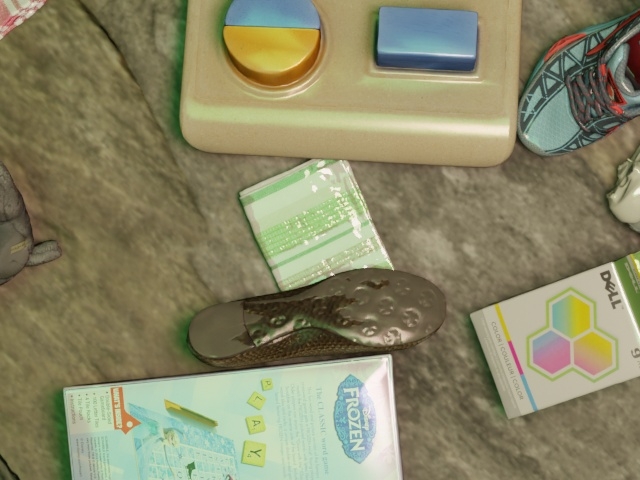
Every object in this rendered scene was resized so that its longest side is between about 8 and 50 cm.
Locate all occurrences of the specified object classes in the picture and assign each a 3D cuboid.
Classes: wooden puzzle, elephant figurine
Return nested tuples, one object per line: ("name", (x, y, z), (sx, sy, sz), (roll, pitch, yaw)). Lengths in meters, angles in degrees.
("wooden puzzle", (0.034, -0.252, 1.783), (0.322, 0.080, 0.348), (3, 85, 2))
("elephant figurine", (-0.400, -0.042, 1.776), (0.239, 0.186, 0.169), (25, 53, 27))

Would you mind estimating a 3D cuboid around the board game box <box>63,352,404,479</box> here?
("board game box", (-0.072, 0.280, 1.795), (0.318, 0.066, 0.319), (-5, 89, 2))

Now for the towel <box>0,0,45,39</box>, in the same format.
("towel", (-0.371, -0.245, 1.832), (0.197, 0.029, 0.144), (-38, 87, 1))

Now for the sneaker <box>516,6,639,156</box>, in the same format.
("sneaker", (0.274, -0.159, 1.728), (0.262, 0.125, 0.104), (-36, 92, 31))

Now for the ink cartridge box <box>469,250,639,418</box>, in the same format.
("ink cartridge box", (0.257, 0.082, 1.752), (0.209, 0.062, 0.109), (-21, 88, 25))

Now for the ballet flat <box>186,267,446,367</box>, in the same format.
("ballet flat", (-0.004, 0.081, 1.791), (0.250, 0.058, 0.084), (-10, 70, -3))

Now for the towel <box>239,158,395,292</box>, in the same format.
("towel", (0.000, 0.000, 1.823), (0.113, 0.023, 0.152), (-24, 91, 4))

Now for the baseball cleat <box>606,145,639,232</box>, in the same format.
("baseball cleat", (0.361, -0.091, 1.795), (0.109, 0.072, 0.206), (35, 92, -14))
